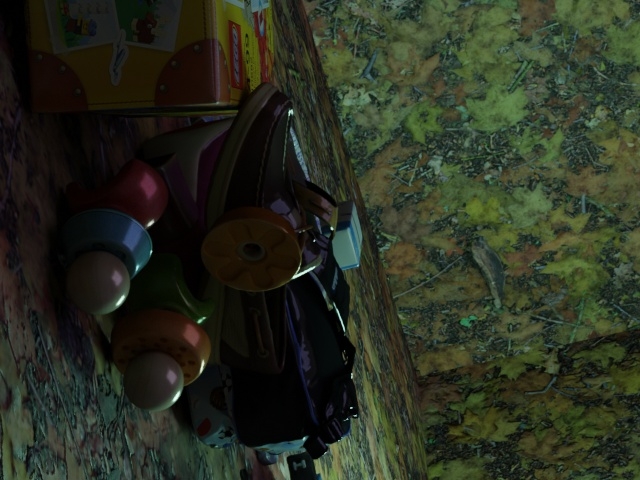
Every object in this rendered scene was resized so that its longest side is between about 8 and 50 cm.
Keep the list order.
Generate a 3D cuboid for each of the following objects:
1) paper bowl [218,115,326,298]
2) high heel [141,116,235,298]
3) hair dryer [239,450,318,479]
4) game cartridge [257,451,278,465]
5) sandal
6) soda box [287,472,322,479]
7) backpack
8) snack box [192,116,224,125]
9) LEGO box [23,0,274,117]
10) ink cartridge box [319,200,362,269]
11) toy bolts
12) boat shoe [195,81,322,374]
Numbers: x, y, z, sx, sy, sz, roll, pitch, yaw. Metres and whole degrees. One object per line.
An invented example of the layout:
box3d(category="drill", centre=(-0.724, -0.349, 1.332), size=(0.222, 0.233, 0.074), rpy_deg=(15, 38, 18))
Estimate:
box3d(category="paper bowl", centre=(-0.094, -0.033, 2.025), size=(0.284, 0.148, 0.284), rpy_deg=(-13, 90, -83))
box3d(category="high heel", centre=(-0.151, -0.037, 1.761), size=(0.377, 0.127, 0.181), rpy_deg=(-50, 128, -68))
box3d(category="hair dryer", centre=(-0.064, 0.408, 1.764), size=(0.223, 0.080, 0.294), rpy_deg=(-8, 92, -66))
box3d(category="game cartridge", centre=(-0.078, 0.293, 2.083), size=(0.083, 0.017, 0.056), rpy_deg=(48, 26, -74))
box3d(category="sandal", centre=(-0.012, -0.052, 1.872), size=(0.090, 0.060, 0.219), rpy_deg=(11, 60, -74))
box3d(category="soda box", centre=(-0.031, 0.403, 2.041), size=(0.210, 0.067, 0.071), rpy_deg=(-73, 148, -76))
box3d(category="backpack", centre=(-0.054, 0.149, 1.785), size=(0.263, 0.213, 0.277), rpy_deg=(34, 47, -67))
box3d(category="snack box", centre=(-0.122, -0.127, 2.178), size=(0.178, 0.022, 0.064), rpy_deg=(49, 23, -19))
box3d(category="LEGO box", centre=(-0.176, -0.382, 1.536), size=(0.372, 0.193, 0.500), rpy_deg=(-29, 116, -82))
box3d(category="ink cartridge box", centre=(0.000, 0.000, 2.667), size=(0.191, 0.139, 0.082), rpy_deg=(-74, 149, -74))
box3d(category="toy bolts", centre=(-0.147, 0.043, 1.416), size=(0.228, 0.218, 0.158), rpy_deg=(49, 30, -34))
box3d(category="boat shoe", centre=(-0.054, -0.002, 1.556), size=(0.123, 0.123, 0.342), rpy_deg=(-53, 158, -61))
